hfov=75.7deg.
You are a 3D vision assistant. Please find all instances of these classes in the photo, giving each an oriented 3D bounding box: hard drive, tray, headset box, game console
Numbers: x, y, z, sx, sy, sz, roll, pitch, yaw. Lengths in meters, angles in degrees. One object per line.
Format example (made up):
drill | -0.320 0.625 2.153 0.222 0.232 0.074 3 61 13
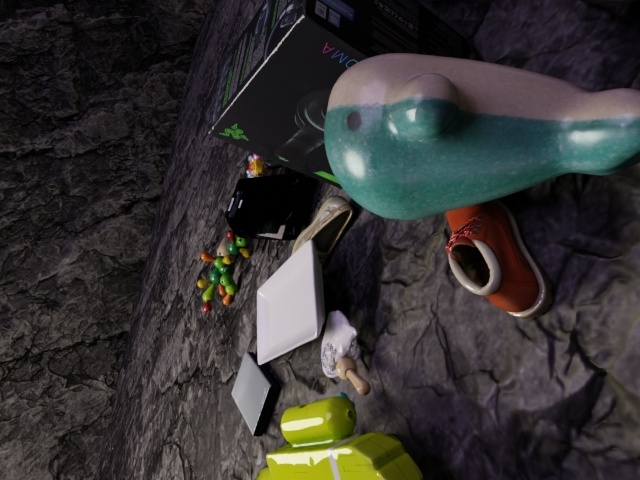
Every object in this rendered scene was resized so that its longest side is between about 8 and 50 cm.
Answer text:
hard drive | -0.123 0.278 0.759 0.135 0.022 0.094 24 95 59
tray | -0.053 0.114 0.679 0.270 0.030 0.145 137 135 -56
headset box | 0.009 -0.204 0.566 0.283 0.246 0.131 -21 58 53
game console | -0.078 -0.172 0.863 0.213 0.044 0.361 4 72 43

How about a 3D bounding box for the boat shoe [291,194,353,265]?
boat shoe | 0.002 0.000 0.667 0.153 0.056 0.048 -55 29 15

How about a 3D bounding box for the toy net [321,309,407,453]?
toy net | 0.036 0.203 0.523 0.122 0.045 0.232 -49 36 38

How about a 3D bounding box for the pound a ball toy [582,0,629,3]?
pound a ball toy | 0.200 -0.334 0.239 0.136 0.208 0.319 20 119 50

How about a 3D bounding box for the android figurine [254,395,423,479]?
android figurine | 0.029 0.286 0.409 0.273 0.056 0.248 -35 66 42

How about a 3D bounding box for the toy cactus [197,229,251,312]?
toy cactus | -0.241 0.053 1.006 0.180 0.112 0.218 -105 33 -56

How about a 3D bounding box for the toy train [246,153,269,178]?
toy train | -0.151 -0.144 1.003 0.125 0.046 0.166 133 138 -63

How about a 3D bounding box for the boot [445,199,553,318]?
boot | 0.151 -0.003 0.397 0.059 0.085 0.157 -53 34 33

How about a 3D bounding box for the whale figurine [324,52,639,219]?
whale figurine | 0.129 -0.078 0.368 0.272 0.216 0.141 15 100 33
